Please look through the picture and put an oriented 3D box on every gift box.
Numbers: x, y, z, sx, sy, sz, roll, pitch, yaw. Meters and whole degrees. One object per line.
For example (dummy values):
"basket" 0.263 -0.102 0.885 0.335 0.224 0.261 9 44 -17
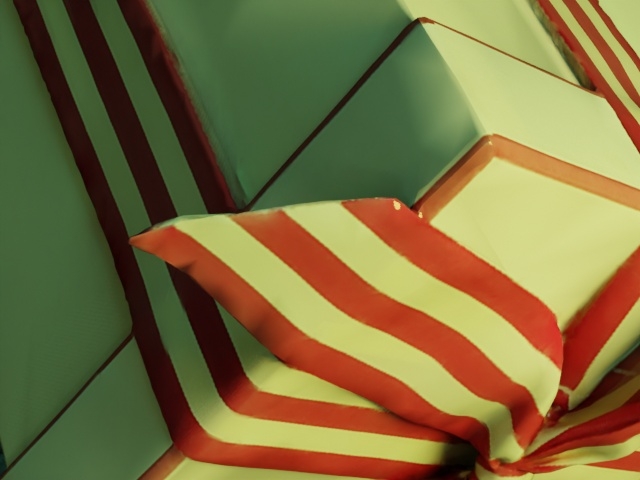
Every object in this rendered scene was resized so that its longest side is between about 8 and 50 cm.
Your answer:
"gift box" 0.000 0.000 0.493 0.276 0.255 0.258 8 43 -40
